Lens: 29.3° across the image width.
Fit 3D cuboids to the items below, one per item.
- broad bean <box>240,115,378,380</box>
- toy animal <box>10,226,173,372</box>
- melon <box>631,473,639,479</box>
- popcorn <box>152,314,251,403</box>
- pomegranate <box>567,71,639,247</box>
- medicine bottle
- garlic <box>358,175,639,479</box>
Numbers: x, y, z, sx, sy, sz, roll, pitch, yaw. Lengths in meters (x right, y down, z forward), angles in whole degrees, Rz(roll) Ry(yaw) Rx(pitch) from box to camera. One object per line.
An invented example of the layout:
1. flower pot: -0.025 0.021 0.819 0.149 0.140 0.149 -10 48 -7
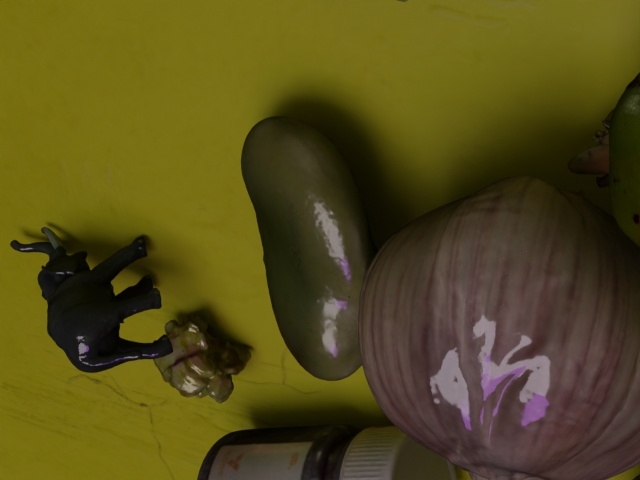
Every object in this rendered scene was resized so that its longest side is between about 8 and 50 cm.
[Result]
1. broad bean: 0.000 0.000 1.189 0.189 0.121 0.263 28 134 63
2. toy animal: -0.255 0.053 1.389 0.269 0.137 0.082 52 156 47
3. melon: 0.403 0.310 1.125 0.329 0.248 0.248 -19 114 37
4. popcorn: -0.142 0.139 1.422 0.109 0.089 0.097 21 169 26
5. pomegranate: 0.291 -0.053 0.933 0.246 0.198 0.198 -20 113 44
6. medicine bottle: 0.005 0.292 1.396 0.273 0.165 0.165 -9 120 36
7. garlic: 0.167 0.086 1.043 0.317 0.317 0.259 3 83 29
